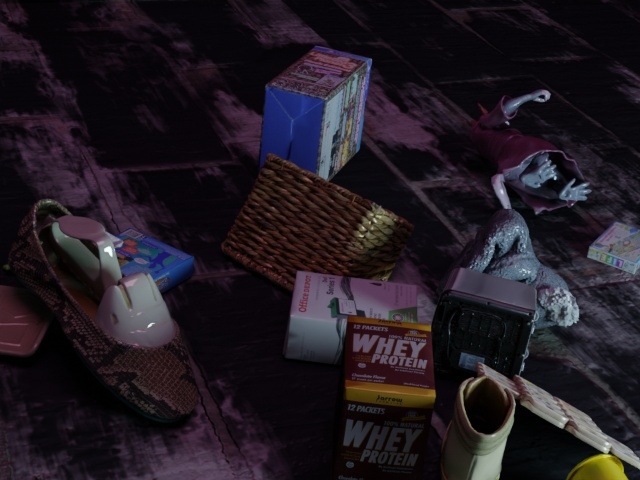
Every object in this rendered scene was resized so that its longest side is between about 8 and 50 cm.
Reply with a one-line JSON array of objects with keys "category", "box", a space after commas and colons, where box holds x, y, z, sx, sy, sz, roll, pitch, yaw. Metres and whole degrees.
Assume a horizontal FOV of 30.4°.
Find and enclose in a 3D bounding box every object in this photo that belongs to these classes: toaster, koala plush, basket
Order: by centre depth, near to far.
[{"category": "toaster", "box": [0.265, 0.151, 1.989, 0.185, 0.168, 0.110, 14, 27, 10]}, {"category": "koala plush", "box": [0.361, 0.076, 2.130, 0.221, 0.203, 0.196, 35, -2, -2]}, {"category": "basket", "box": [0.000, 0.000, 2.275, 0.299, 0.223, 0.213, 27, 1, 31]}]

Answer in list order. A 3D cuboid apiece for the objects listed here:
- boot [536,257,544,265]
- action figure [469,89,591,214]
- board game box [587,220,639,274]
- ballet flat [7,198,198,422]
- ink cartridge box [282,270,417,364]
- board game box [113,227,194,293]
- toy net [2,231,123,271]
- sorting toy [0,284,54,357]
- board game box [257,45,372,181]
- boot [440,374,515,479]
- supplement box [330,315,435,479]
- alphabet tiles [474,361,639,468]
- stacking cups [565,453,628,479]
[{"category": "boot", "box": [0.394, 0.069, 2.292, 0.099, 0.045, 0.121, 3, 30, -20]}, {"category": "action figure", "box": [0.429, -0.185, 2.661, 0.275, 0.248, 0.370, -32, 41, -11]}, {"category": "board game box", "box": [0.633, 0.013, 2.458, 0.103, 0.026, 0.154, 23, 33, 26]}, {"category": "ballet flat", "box": [-0.351, 0.085, 1.893, 0.164, 0.182, 0.483, -10, 40, -42]}, {"category": "ink cartridge box", "box": [0.052, 0.139, 2.035, 0.219, 0.092, 0.160, 7, 28, -1]}, {"category": "board game box", "box": [-0.357, 0.057, 2.137, 0.160, 0.047, 0.210, 23, 32, 27]}, {"category": "toy net", "box": [-0.463, 0.009, 2.122, 0.232, 0.045, 0.122, -7, 16, 30]}, {"category": "sorting toy", "box": [-0.548, 0.135, 1.975, 0.208, 0.038, 0.193, 4, 29, 3]}, {"category": "board game box", "box": [-0.011, -0.270, 2.613, 0.141, 0.232, 0.291, 16, 29, 16]}, {"category": "boot", "box": [0.228, 0.272, 1.717, 0.095, 0.203, 0.262, 13, 31, 9]}, {"category": "supplement box", "box": [0.090, 0.246, 1.745, 0.129, 0.194, 0.191, 6, 29, -1]}, {"category": "alphabet tiles", "box": [0.362, 0.260, 1.794, 0.278, 0.021, 0.284, 29, 3, 5]}, {"category": "stacking cups", "box": [0.447, 0.425, 1.605, 0.096, 0.096, 0.316, -3, 31, -18]}]
